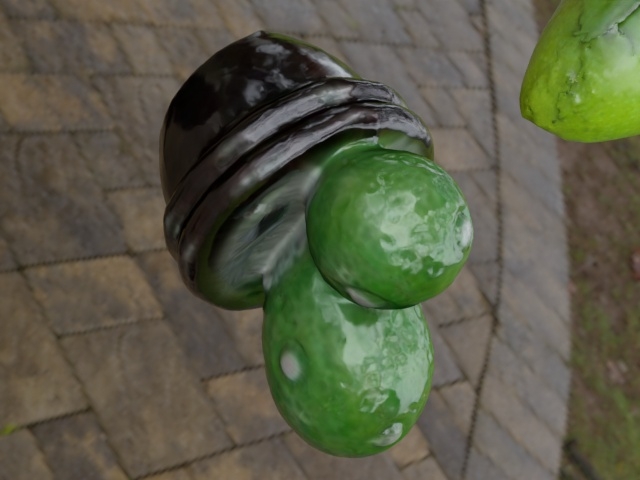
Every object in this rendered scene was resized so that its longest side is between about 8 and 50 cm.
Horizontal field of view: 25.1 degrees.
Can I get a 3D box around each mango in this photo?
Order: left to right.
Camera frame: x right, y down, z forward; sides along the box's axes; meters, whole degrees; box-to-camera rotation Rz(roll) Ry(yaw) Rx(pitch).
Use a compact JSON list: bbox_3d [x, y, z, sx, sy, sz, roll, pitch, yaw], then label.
[{"bbox_3d":[0.185,-0.109,0.723,0.233,0.125,0.111,-26,87,-30],"label":"mango"}]

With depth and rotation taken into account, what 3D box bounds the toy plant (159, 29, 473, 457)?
[{"bbox_3d":[0.000,0.000,0.880,0.175,0.218,0.235,-18,60,-29],"label":"toy plant"}]
